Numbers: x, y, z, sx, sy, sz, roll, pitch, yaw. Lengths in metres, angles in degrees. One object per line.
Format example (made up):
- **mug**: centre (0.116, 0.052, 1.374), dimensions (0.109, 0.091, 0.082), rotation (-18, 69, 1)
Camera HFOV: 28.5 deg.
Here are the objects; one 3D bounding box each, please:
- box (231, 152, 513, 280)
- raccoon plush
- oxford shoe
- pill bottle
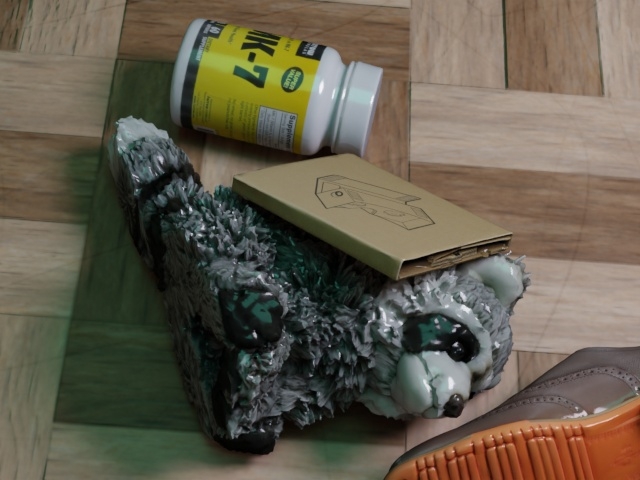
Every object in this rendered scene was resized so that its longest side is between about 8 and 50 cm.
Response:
- **box**: centre (0.046, -0.026, 1.131), dimensions (0.201, 0.021, 0.164), rotation (29, 27, 35)
- **raccoon plush**: centre (0.000, 0.000, 1.206), dimensions (0.299, 0.216, 0.446), rotation (-12, 59, -21)
- **oxford shoe**: centre (0.225, 0.181, 1.170), dimensions (0.363, 0.130, 0.133), rotation (-14, 27, -5)
- **pill bottle**: centre (-0.045, -0.157, 1.339), dimensions (0.208, 0.119, 0.119), rotation (13, 58, 4)
